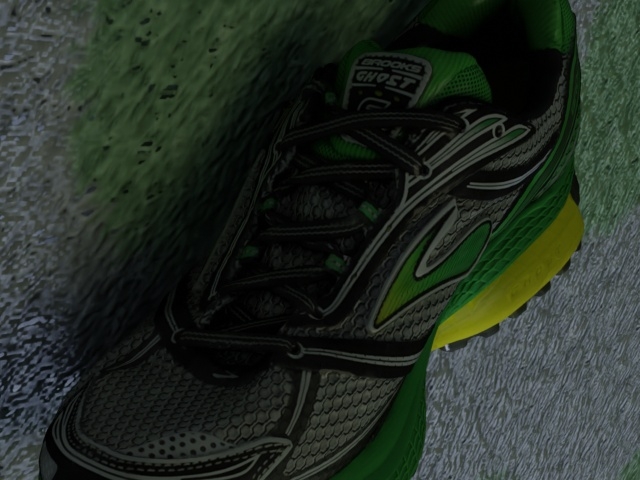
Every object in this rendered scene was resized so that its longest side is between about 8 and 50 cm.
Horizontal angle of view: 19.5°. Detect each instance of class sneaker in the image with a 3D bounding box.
[{"bbox_3d":[0.000,0.000,0.747,0.343,0.134,0.146,-49,147,-43],"label":"sneaker"}]
